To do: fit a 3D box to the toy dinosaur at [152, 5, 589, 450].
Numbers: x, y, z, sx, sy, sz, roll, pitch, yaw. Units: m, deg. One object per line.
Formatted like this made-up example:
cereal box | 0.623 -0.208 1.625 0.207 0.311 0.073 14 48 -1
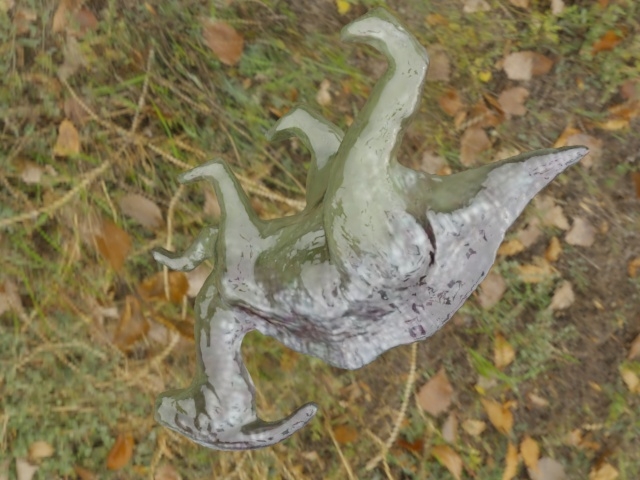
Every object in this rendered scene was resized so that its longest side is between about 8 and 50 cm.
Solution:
toy dinosaur | 0.001 0.000 0.605 0.294 0.077 0.162 -39 82 24
